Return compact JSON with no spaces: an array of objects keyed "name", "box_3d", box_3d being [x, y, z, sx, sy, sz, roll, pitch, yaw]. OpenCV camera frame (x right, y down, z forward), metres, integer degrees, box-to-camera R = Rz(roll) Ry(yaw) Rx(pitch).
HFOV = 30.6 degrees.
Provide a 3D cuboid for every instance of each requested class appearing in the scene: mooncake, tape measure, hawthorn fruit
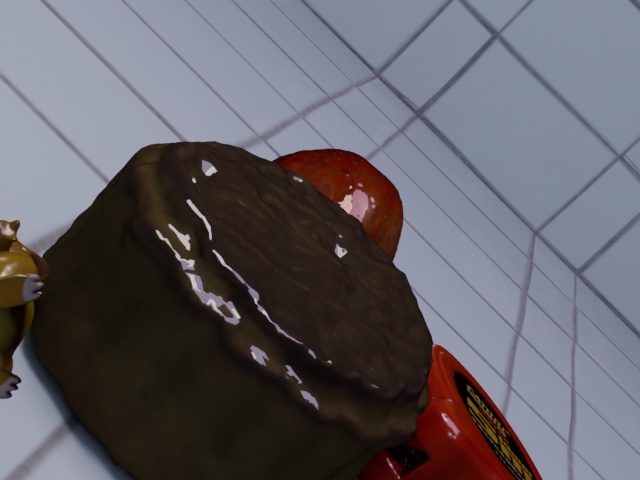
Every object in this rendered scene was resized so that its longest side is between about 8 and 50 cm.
[{"name":"mooncake","box_3d":[-0.060,0.065,0.946,0.324,0.187,0.324,38,21,-18]},{"name":"tape measure","box_3d":[0.129,0.222,1.100,0.253,0.114,0.260,52,11,-16]},{"name":"hawthorn fruit","box_3d":[0.000,0.000,1.261,0.179,0.179,0.200,37,36,-23]}]

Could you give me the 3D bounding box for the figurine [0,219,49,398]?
[{"name":"figurine","box_3d":[-0.248,0.030,0.788,0.122,0.121,0.176,11,13,-12]}]
